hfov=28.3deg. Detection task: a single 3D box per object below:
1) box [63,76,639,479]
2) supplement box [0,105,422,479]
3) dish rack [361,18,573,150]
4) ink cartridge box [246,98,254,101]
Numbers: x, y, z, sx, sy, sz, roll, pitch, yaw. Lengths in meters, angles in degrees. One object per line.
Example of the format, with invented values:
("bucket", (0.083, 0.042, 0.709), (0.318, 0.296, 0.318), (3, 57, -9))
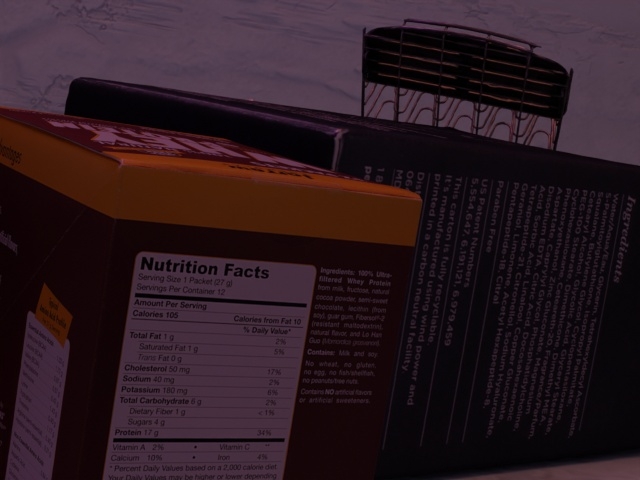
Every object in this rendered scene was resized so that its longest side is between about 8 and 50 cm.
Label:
("box", (0.045, 0.019, 0.920), (0.395, 0.212, 0.293), (2, 9, -41))
("supplement box", (-0.075, 0.053, 0.550), (0.129, 0.194, 0.191), (6, 8, -31))
("dish rack", (0.131, -0.106, 1.183), (0.208, 0.074, 0.271), (12, -36, 10))
("ink cartridge box", (-0.184, -0.066, 1.410), (0.176, 0.069, 0.371), (-23, 3, -18))
